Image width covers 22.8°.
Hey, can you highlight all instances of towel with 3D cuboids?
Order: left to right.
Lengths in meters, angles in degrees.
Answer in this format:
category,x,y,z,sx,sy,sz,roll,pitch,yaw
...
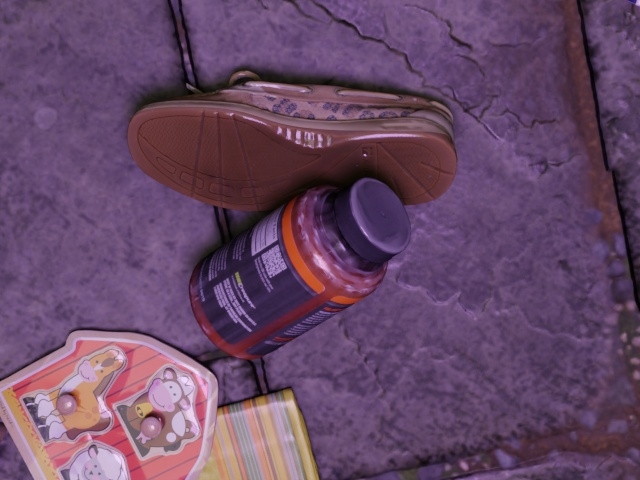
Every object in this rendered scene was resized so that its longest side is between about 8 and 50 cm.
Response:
category,x,y,z,sx,sy,sz,roll,pitch,yaw
towel,-0.125,0.214,1.478,0.237,0.021,0.102,-15,97,3

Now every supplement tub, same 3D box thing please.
category,x,y,z,sx,sy,sz,roll,pitch,yaw
supplement tub,-0.015,0.021,1.352,0.198,0.106,0.106,-31,104,37

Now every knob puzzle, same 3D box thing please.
category,x,y,z,sx,sy,sz,roll,pitch,yaw
knob puzzle,-0.182,0.169,1.448,0.213,0.030,0.213,0,96,2

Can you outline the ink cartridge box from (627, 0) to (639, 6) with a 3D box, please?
category,x,y,z,sx,sy,sz,roll,pitch,yaw
ink cartridge box,0.382,-0.221,1.378,0.207,0.046,0.097,17,103,-5

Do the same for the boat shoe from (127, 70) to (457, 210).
category,x,y,z,sx,sy,sz,roll,pitch,yaw
boat shoe,-0.024,-0.088,1.386,0.285,0.089,0.105,6,129,0

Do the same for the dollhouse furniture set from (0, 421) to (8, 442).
category,x,y,z,sx,sy,sz,roll,pitch,yaw
dollhouse furniture set,-0.431,0.274,1.422,0.259,0.135,0.262,18,102,-6
